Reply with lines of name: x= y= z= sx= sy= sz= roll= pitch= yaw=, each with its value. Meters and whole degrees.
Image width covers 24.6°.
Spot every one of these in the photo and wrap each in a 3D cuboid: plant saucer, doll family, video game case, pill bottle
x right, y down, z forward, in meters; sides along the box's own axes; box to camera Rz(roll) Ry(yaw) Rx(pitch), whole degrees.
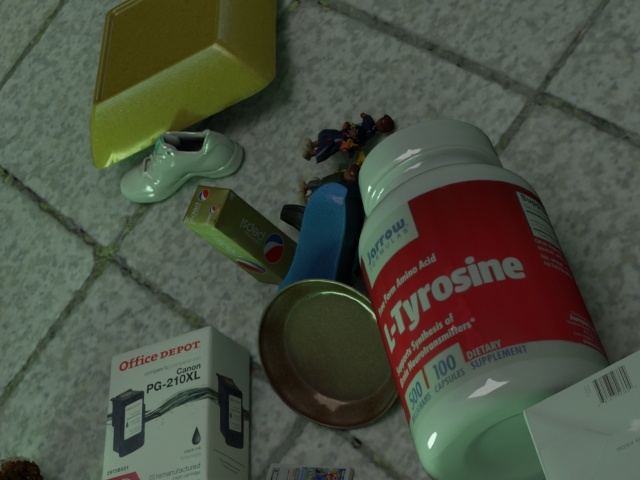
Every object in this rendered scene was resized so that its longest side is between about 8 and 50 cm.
plant saucer: x=0.017 y=0.136 z=1.813 sx=0.198 sy=0.036 sz=0.199 roll=9 pitch=111 yaw=24
doll family: x=0.038 y=-0.115 z=1.980 sx=0.111 sy=0.076 sz=0.193 roll=-21 pitch=46 yaw=27
video game case: x=-0.020 y=0.319 z=1.808 sx=0.122 sy=0.011 sz=0.087 roll=-4 pitch=61 yaw=35
plant saucer: x=-0.225 y=-0.304 z=2.252 sx=0.332 sy=0.081 sz=0.333 roll=-24 pitch=41 yaw=23
pill bottle: x=0.173 y=0.063 z=1.674 sx=0.229 sy=0.229 sz=0.408 roll=-31 pitch=49 yaw=17

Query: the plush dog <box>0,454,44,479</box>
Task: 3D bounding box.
plush dog: x=-0.459 y=0.390 z=1.923 sx=0.262 sy=0.225 sz=0.211 roll=-28 pitch=63 yaw=-20

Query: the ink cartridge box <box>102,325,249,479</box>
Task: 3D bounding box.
ink cartridge box: x=-0.186 y=0.250 z=1.909 sx=0.172 sy=0.100 sz=0.237 roll=-18 pitch=54 yaw=26

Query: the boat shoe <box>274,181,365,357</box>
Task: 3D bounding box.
boat shoe: x=0.014 y=0.049 z=1.864 sx=0.109 sy=0.089 sz=0.258 roll=35 pitch=120 yaw=24

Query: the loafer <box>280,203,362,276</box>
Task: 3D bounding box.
loafer: x=0.000 y=0.000 z=1.955 sx=0.170 sy=0.062 sz=0.061 roll=28 pitch=88 yaw=44

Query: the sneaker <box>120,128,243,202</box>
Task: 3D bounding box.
sneaker: x=-0.223 y=-0.122 z=2.168 sx=0.212 sy=0.094 sz=0.080 roll=-18 pitch=56 yaw=27

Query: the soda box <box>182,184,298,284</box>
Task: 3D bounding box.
soda box: x=-0.100 y=-0.005 z=1.945 sx=0.061 sy=0.181 sz=0.058 roll=7 pitch=68 yaw=39

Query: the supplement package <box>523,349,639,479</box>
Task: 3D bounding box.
supplement package: x=0.347 y=0.222 z=1.468 sx=0.194 sy=0.203 sz=0.149 roll=-29 pitch=49 yaw=18
